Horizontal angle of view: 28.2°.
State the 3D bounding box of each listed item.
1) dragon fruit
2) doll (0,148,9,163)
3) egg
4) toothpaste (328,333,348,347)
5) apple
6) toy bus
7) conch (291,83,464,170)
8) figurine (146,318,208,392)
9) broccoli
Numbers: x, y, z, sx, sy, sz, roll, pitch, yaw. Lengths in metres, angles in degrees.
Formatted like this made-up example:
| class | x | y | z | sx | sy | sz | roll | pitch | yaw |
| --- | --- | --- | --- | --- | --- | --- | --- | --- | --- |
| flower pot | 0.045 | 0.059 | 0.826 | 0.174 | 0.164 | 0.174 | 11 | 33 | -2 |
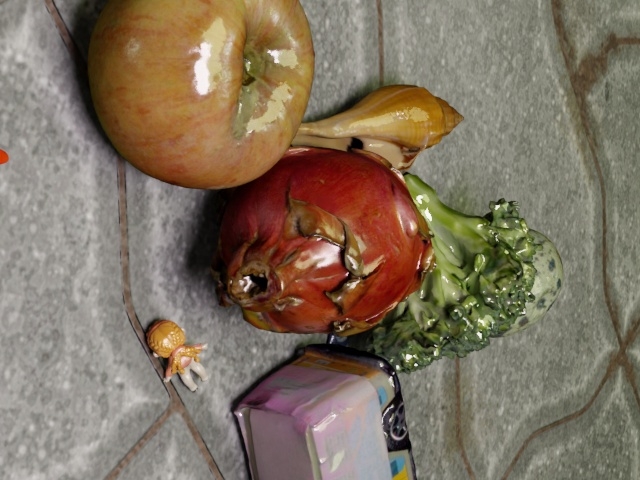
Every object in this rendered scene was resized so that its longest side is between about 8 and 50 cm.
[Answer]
| class | x | y | z | sx | sy | sz | roll | pitch | yaw |
| --- | --- | --- | --- | --- | --- | --- | --- | --- | --- |
| dragon fruit | -0.003 | 0.001 | 1.446 | 0.315 | 0.250 | 0.250 | -17 | 106 | -37 |
| doll | -0.364 | -0.073 | 1.137 | 0.169 | 0.057 | 0.109 | 42 | 63 | -45 |
| egg | 0.274 | 0.062 | 1.858 | 0.181 | 0.141 | 0.141 | -51 | 130 | -22 |
| toothpaste | 0.029 | 0.083 | 1.656 | 0.037 | 0.021 | 0.140 | 9 | 88 | -46 |
| apple | -0.125 | -0.180 | 1.315 | 0.261 | 0.194 | 0.261 | -8 | 101 | -48 |
| toy bus | 0.018 | 0.334 | 1.558 | 0.162 | 0.171 | 0.386 | -25 | 112 | -36 |
| conch | 0.057 | -0.144 | 1.634 | 0.330 | 0.093 | 0.109 | -8 | 118 | -30 |
| figurine | -0.154 | 0.131 | 1.420 | 0.064 | 0.047 | 0.109 | -41 | 133 | -13 |
| broccoli | 0.147 | 0.039 | 1.675 | 0.245 | 0.248 | 0.288 | 55 | 24 | 4 |
